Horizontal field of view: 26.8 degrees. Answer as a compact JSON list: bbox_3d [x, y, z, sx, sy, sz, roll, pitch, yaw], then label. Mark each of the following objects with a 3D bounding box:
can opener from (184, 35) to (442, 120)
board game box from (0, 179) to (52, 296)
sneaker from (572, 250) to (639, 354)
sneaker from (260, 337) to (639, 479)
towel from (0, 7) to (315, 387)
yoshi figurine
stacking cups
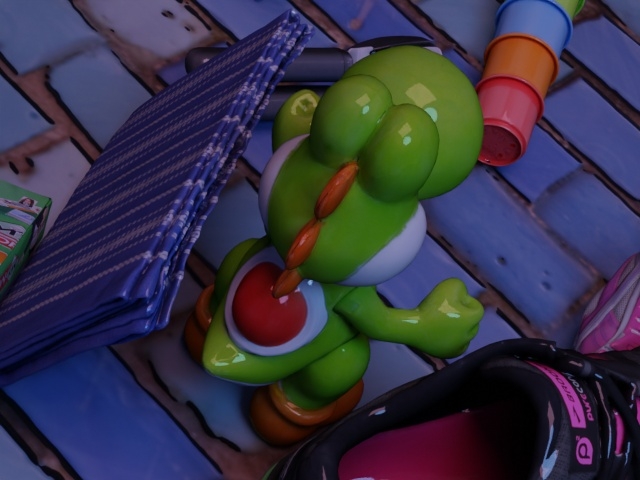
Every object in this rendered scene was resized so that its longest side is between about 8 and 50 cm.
[{"bbox_3d":[-0.003,-0.154,1.307,0.280,0.074,0.093,-6,23,-27],"label":"can opener"},{"bbox_3d":[-0.388,-0.021,1.003,0.317,0.046,0.213,21,32,0],"label":"board game box"},{"bbox_3d":[0.275,0.104,1.194,0.103,0.111,0.252,39,71,-6],"label":"sneaker"},{"bbox_3d":[0.188,0.163,0.991,0.482,0.202,0.185,-16,69,-15],"label":"sneaker"},{"bbox_3d":[-0.140,-0.029,1.049,0.040,0.243,0.336,46,45,-22],"label":"towel"},{"bbox_3d":[0.024,-0.008,0.997,0.203,0.362,0.203,7,55,-15],"label":"yoshi figurine"},{"bbox_3d":[0.211,-0.210,1.412,0.096,0.096,0.316,27,51,-1],"label":"stacking cups"}]
